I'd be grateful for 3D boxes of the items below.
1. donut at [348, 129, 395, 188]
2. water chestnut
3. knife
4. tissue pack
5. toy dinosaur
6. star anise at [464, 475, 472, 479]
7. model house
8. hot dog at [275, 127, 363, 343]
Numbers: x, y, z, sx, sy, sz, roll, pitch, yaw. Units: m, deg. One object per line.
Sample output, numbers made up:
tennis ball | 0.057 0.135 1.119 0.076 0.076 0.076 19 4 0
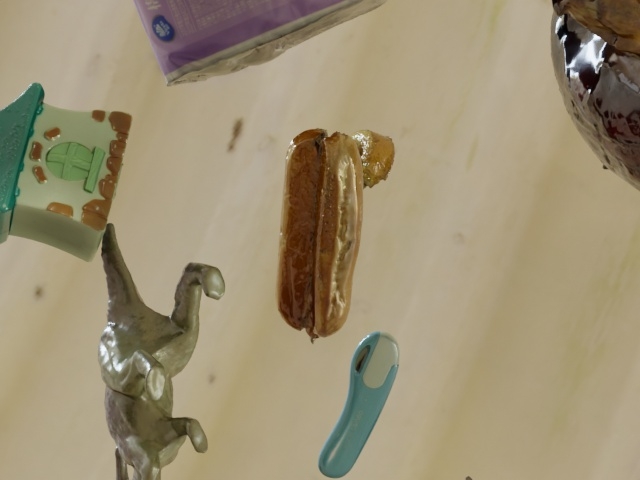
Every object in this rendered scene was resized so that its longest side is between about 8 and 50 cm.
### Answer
donut | 0.045 -0.099 1.674 0.108 0.097 0.043 -39 -54 22
water chestnut | 0.351 -0.197 1.222 0.347 0.335 0.335 29 -23 -37
knife | 0.049 0.218 1.719 0.064 0.031 0.222 20 -72 -4
tissue pack | -0.095 -0.354 1.353 0.242 0.160 0.338 -20 -86 16
toy dinosaur | -0.156 0.134 1.162 0.077 0.294 0.162 8 -4 -32
star anise | 0.214 0.442 1.777 0.172 0.063 0.208 -119 -154 -52
model house | -0.256 -0.063 1.175 0.148 0.127 0.100 14 -22 -10
hot dog | 0.000 0.000 1.331 0.092 0.062 0.236 21 -64 29
